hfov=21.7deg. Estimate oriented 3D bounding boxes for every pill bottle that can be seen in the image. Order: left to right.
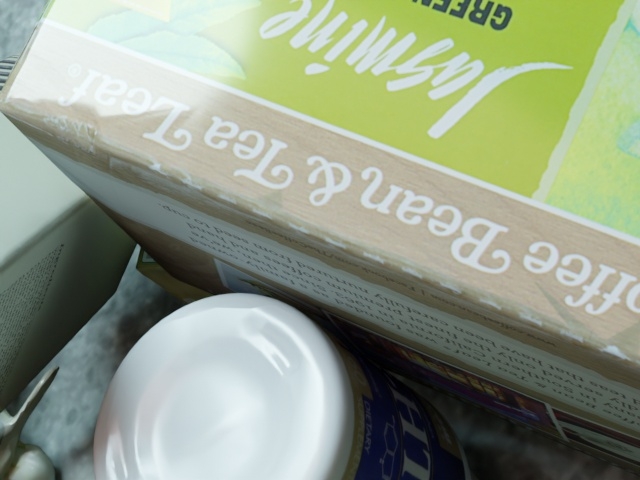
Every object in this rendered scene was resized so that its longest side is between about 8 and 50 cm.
[{"bbox_3d":[0.000,0.103,0.701,0.112,0.187,0.112,-11,64,24],"label":"pill bottle"}]

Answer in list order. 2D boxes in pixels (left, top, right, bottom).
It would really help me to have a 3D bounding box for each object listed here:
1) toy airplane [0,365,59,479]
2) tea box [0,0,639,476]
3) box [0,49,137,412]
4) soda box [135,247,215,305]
[{"bbox_3d":[-0.257,0.198,0.767,0.386,0.272,0.384,-26,61,-22],"label":"toy airplane"},{"bbox_3d":[0.114,-0.095,0.665,0.329,0.220,0.323,21,78,20],"label":"tea box"},{"bbox_3d":[-0.149,0.000,0.731,0.094,0.275,0.113,25,107,2],"label":"box"},{"bbox_3d":[0.000,0.000,0.841,0.181,0.061,0.058,0,65,33],"label":"soda box"}]
